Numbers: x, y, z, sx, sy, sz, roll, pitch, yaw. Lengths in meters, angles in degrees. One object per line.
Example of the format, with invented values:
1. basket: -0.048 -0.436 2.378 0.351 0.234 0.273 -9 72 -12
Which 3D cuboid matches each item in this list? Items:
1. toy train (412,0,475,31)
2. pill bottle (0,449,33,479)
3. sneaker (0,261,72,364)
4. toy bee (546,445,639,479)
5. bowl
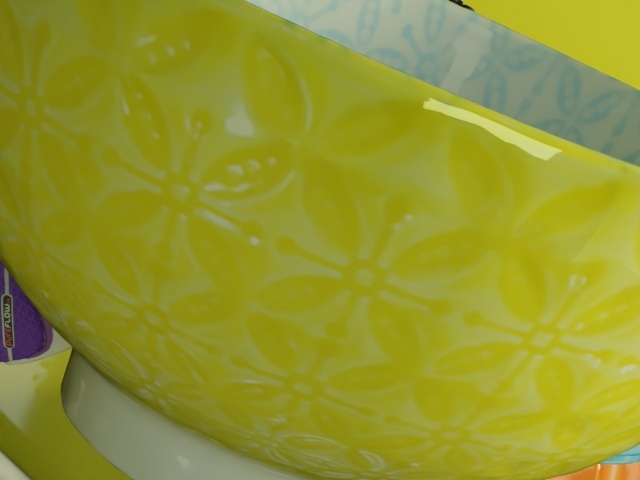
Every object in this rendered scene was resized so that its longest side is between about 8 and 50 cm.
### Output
1. toy train: 0.041 -0.126 0.641 0.036 0.027 0.158 -11 106 -7
2. pill bottle: -0.188 0.184 0.544 0.264 0.146 0.146 -46 113 -9
3. sneaker: -0.137 -0.031 0.570 0.071 0.068 0.170 -21 102 4
4. toy bee: 0.096 0.108 0.660 0.298 0.162 0.195 30 97 0
5. bowl: 0.000 0.000 0.511 0.289 0.289 0.156 17 104 -24
